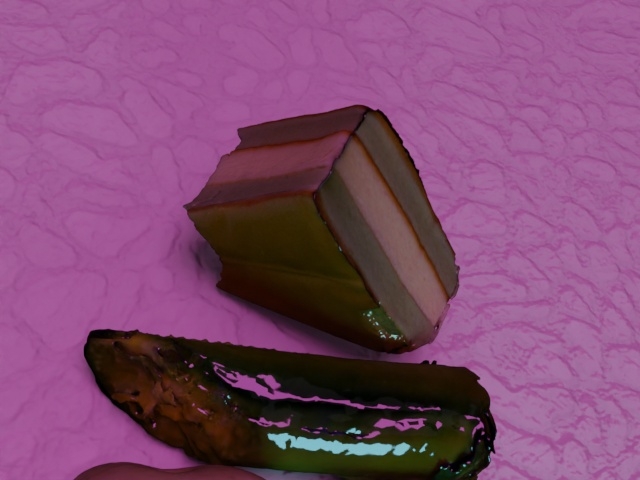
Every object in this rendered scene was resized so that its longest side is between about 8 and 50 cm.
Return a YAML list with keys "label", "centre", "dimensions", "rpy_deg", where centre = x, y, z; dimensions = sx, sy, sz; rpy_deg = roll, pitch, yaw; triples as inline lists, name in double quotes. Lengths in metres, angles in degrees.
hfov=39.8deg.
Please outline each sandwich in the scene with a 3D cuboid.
- label: "sandwich"
  centre: [0.000, 0.000, 0.903]
  dimensions: [0.227, 0.198, 0.155]
  rpy_deg: [57, 46, -30]

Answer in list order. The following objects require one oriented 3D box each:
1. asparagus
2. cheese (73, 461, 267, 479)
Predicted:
- label: "asparagus"
  centre: [-0.030, 0.156, 0.818]
  dimensions: [0.381, 0.108, 0.129]
  rpy_deg: [9, 58, -13]
- label: "cheese"
  centre: [-0.123, 0.270, 0.696]
  dimensions: [0.218, 0.117, 0.235]
  rpy_deg: [40, 60, 5]
